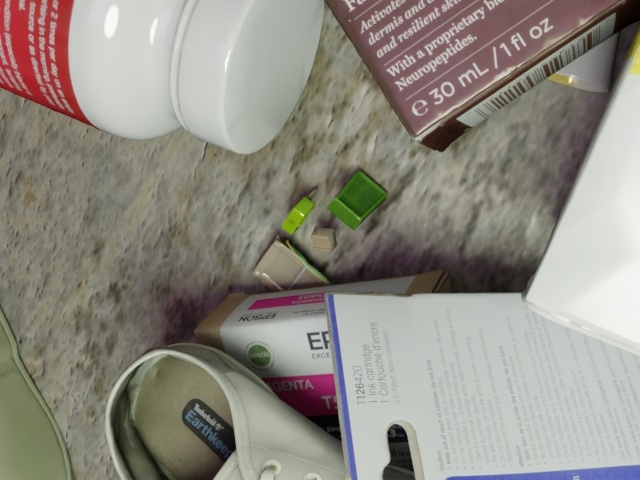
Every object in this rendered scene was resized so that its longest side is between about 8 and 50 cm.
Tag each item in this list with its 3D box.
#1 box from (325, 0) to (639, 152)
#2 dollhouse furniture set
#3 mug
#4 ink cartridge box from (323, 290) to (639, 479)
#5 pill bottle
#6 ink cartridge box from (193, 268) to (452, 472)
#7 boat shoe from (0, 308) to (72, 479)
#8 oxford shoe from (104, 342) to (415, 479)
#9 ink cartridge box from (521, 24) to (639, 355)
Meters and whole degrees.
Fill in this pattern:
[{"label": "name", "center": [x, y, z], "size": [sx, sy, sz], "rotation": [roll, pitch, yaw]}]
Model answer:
[{"label": "box", "center": [0.059, -0.277, 0.656], "size": [0.191, 0.143, 0.381], "rotation": [-34, 83, 16]}, {"label": "dollhouse furniture set", "center": [0.000, 0.000, 0.869], "size": [0.076, 0.058, 0.151], "rotation": [40, 131, 4]}, {"label": "mug", "center": [0.210, -0.164, 0.736], "size": [0.078, 0.062, 0.064], "rotation": [18, 98, 12]}, {"label": "ink cartridge box", "center": [0.164, 0.176, 0.640], "size": [0.307, 0.303, 0.072], "rotation": [-1, 145, -8]}, {"label": "pill bottle", "center": [-0.214, -0.229, 0.803], "size": [0.408, 0.229, 0.229], "rotation": [24, 107, 17]}, {"label": "ink cartridge box", "center": [0.019, 0.142, 0.836], "size": [0.235, 0.088, 0.193], "rotation": [-8, 107, 24]}, {"label": "boat shoe", "center": [-0.392, 0.213, 1.010], "size": [0.113, 0.127, 0.340], "rotation": [-26, 87, 25]}, {"label": "oxford shoe", "center": [-0.005, 0.224, 0.690], "size": [0.449, 0.130, 0.169], "rotation": [32, 90, 23]}, {"label": "ink cartridge box", "center": [0.295, -0.123, 0.589], "size": [0.160, 0.279, 0.384], "rotation": [25, 108, 15]}]
